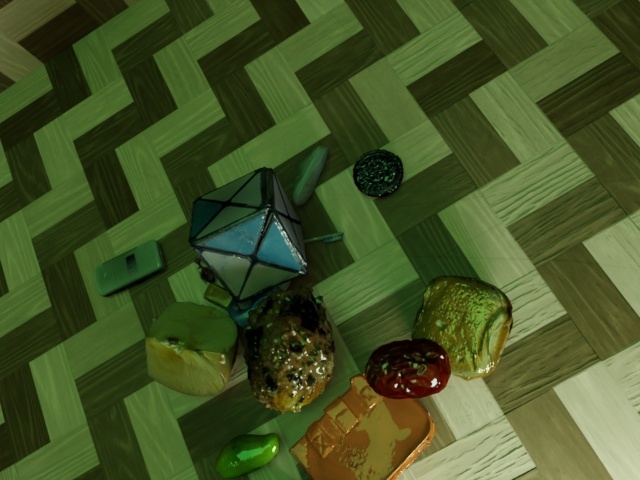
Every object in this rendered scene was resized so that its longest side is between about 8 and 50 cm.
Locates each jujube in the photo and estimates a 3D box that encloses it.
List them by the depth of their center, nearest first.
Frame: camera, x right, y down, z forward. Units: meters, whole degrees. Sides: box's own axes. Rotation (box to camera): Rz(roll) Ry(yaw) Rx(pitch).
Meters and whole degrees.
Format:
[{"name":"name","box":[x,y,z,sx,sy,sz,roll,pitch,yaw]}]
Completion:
[{"name":"jujube","box":[0.256,0.378,1.606,0.250,0.174,0.174,-19,68,29]}]

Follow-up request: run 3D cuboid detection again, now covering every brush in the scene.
[{"name":"brush","box":[0.000,-0.001,1.980,0.178,0.033,0.030,-12,85,12]}]

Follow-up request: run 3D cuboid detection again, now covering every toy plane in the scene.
[{"name":"toy plane","box":[-0.433,0.115,2.061,0.060,0.037,0.145,-35,61,-24]}]

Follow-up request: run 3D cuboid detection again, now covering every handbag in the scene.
[{"name":"handbag","box":[0.134,0.620,1.714,0.410,0.116,0.303,-46,64,-2]}]

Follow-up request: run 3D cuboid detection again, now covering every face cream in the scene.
[{"name":"face cream","box":[-0.205,0.191,1.941,0.264,0.083,0.149,-44,43,-7]}]

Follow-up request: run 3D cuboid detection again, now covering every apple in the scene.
[{"name":"apple","box":[-0.433,0.376,1.876,0.309,0.252,0.314,15,79,7]}]

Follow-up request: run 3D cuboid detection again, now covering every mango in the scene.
[{"name":"mango","box":[-0.237,0.696,1.794,0.232,0.111,0.125,-30,72,4]}]

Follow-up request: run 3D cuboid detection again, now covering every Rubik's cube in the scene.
[{"name":"Rubik's cube","box":[-0.240,-0.021,1.854,0.306,0.305,0.310,-22,38,7]}]

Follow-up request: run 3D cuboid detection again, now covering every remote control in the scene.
[{"name":"remote control","box":[-0.754,0.114,2.146,0.296,0.056,0.140,-25,67,9]}]

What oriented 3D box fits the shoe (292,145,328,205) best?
[{"name":"shoe","box":[-0.056,-0.252,2.037,0.100,0.103,0.251,24,76,20]}]

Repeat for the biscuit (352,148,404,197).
[{"name":"biscuit","box":[0.209,-0.245,1.983,0.194,0.053,0.195,-4,73,14]}]

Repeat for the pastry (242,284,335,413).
[{"name":"pastry","box":[-0.098,0.343,1.726,0.292,0.337,0.405,7,77,-18]}]

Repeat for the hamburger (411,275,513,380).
[{"name":"hamburger","box":[0.439,0.263,1.698,0.284,0.174,0.305,21,80,24]}]

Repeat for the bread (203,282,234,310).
[{"name":"bread","box":[-0.365,0.208,2.009,0.132,0.053,0.074,20,76,21]}]
